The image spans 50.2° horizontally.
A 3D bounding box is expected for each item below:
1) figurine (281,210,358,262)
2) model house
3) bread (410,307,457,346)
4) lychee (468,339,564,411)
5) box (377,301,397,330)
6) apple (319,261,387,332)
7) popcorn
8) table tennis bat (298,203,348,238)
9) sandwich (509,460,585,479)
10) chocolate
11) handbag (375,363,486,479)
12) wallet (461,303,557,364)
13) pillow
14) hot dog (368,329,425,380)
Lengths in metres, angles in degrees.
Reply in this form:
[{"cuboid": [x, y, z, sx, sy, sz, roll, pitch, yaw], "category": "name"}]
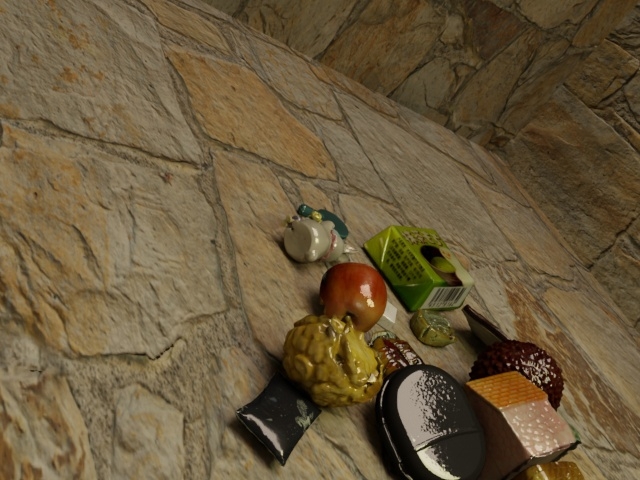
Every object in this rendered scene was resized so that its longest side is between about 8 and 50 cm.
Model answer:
[{"cuboid": [0.000, 0.000, 1.983, 0.155, 0.127, 0.235, 43, 20, 29], "category": "figurine"}, {"cuboid": [0.460, 0.461, 1.687, 0.202, 0.237, 0.237, -9, 54, -30], "category": "model house"}, {"cuboid": [0.345, 0.265, 2.069, 0.156, 0.064, 0.117, 13, 38, -40], "category": "bread"}, {"cuboid": [0.538, 0.405, 1.877, 0.264, 0.264, 0.300, 28, 3, -22], "category": "lychee"}, {"cuboid": [0.149, 0.184, 1.970, 0.154, 0.040, 0.084, 37, 24, -7], "category": "box"}, {"cuboid": [0.085, 0.156, 1.797, 0.199, 0.199, 0.199, 30, 28, -18], "category": "apple"}, {"cuboid": [0.026, 0.264, 1.519, 0.250, 0.190, 0.250, 46, -1, 1], "category": "popcorn"}, {"cuboid": [0.012, -0.068, 2.191, 0.201, 0.033, 0.124, 24, 29, -33], "category": "table tennis bat"}, {"cuboid": [0.487, 0.592, 1.582, 0.186, 0.214, 0.065, 14, 38, -40], "category": "sandwich"}, {"cuboid": [0.333, 0.085, 2.247, 0.301, 0.137, 0.288, 5, 42, -49], "category": "chocolate"}, {"cuboid": [0.253, 0.432, 1.574, 0.254, 0.093, 0.308, -9, 65, -33], "category": "handbag"}, {"cuboid": [0.583, 0.331, 2.140, 0.335, 0.068, 0.275, 41, -9, 26], "category": "wallet"}, {"cuboid": [-0.081, 0.356, 1.393, 0.141, 0.055, 0.208, 45, 25, 6], "category": "pillow"}, {"cuboid": [0.222, 0.346, 1.771, 0.163, 0.082, 0.270, 13, 36, -44], "category": "hot dog"}]
